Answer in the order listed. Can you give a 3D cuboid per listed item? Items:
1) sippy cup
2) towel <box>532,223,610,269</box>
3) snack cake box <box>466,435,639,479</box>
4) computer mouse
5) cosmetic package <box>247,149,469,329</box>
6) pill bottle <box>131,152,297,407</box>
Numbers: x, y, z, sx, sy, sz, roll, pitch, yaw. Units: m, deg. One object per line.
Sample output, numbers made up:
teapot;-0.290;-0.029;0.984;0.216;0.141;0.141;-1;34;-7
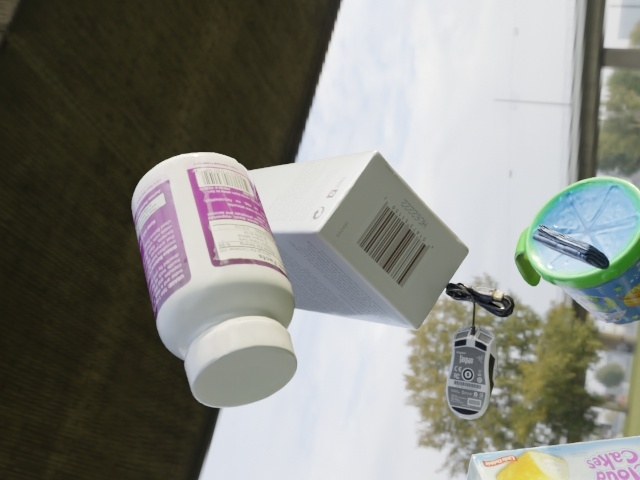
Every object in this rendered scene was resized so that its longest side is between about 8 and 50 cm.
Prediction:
sippy cup;0.541;0.037;1.548;0.240;0.305;0.224;-47;-56;-1
towel;0.397;0.010;1.300;0.067;0.119;0.029;25;-87;-34
snack cake box;0.333;0.363;1.132;0.089;0.265;0.152;-110;19;-56
computer mouse;0.222;0.160;1.191;0.042;0.106;0.192;7;-91;-56
cosmetic package;0.000;0.000;1.357;0.230;0.453;0.161;44;-110;-23
pill bottle;-0.128;0.047;1.019;0.169;0.169;0.301;67;-179;-53
